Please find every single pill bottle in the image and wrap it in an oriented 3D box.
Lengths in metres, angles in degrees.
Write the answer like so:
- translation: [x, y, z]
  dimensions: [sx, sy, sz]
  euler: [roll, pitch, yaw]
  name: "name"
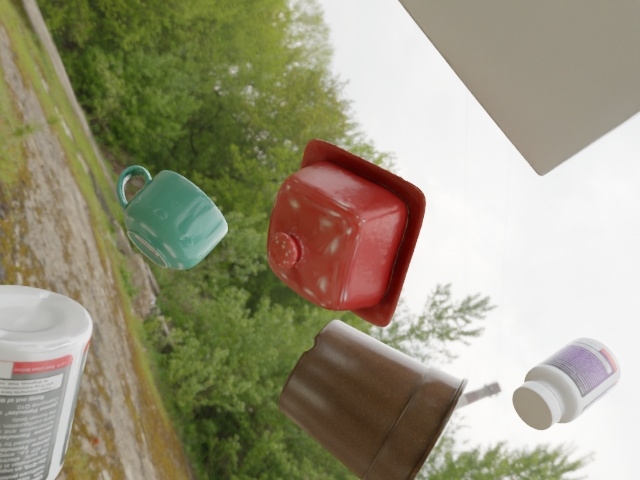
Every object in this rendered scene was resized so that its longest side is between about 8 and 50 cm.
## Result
- translation: [0.432, 0.256, 1.005]
  dimensions: [0.108, 0.193, 0.108]
  euler: [33, -47, 44]
  name: "pill bottle"
- translation: [-0.387, 0.212, 0.689]
  dimensions: [0.161, 0.161, 0.283]
  euler: [-132, -123, -64]
  name: "pill bottle"

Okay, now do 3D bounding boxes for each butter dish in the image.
- translation: [0.000, 0.000, 0.552]
  dimensions: [0.160, 0.118, 0.160]
  euler: [31, -59, 32]
  name: "butter dish"

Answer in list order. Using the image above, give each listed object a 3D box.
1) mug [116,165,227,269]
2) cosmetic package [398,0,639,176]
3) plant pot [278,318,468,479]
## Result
- translation: [-0.222, -0.025, 0.810]
  dimensions: [0.158, 0.097, 0.129]
  euler: [23, -28, 33]
  name: "mug"
- translation: [0.326, -0.339, 0.666]
  dimensions: [0.327, 0.394, 0.329]
  euler: [-38, -90, 36]
  name: "cosmetic package"
- translation: [0.053, 0.183, 0.640]
  dimensions: [0.165, 0.167, 0.167]
  euler: [31, -26, 16]
  name: "plant pot"
